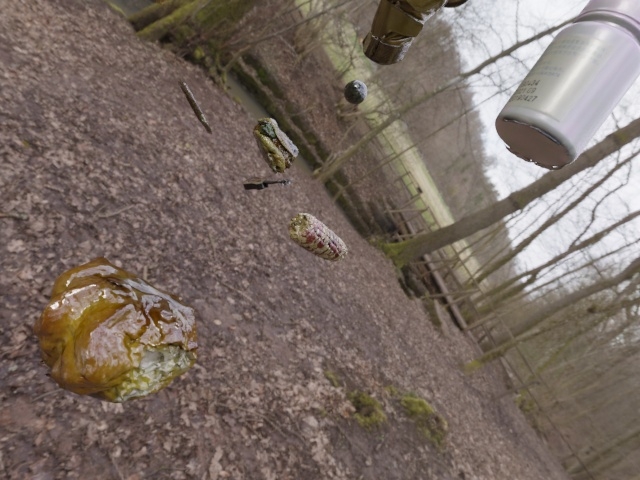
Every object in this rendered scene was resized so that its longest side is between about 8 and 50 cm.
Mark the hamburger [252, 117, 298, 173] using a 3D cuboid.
[{"bbox_3d":[-0.163,-0.353,1.478,0.205,0.130,0.183,64,-10,-18],"label":"hamburger"}]

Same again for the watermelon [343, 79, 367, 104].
[{"bbox_3d":[0.149,-0.663,1.820,0.133,0.105,0.105,10,-37,55],"label":"watermelon"}]

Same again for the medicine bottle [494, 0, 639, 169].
[{"bbox_3d":[0.619,-0.383,0.979,0.214,0.378,0.213,36,5,-4],"label":"medicine bottle"}]

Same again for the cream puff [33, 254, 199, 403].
[{"bbox_3d":[-0.295,0.135,0.600,0.241,0.154,0.269,35,-7,-14],"label":"cream puff"}]

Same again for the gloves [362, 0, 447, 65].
[{"bbox_3d":[0.207,-0.553,0.888,0.155,0.331,0.141,14,45,-18],"label":"gloves"}]

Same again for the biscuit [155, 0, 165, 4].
[{"bbox_3d":[-0.411,-0.579,0.802,0.249,0.035,0.184,3,66,-59],"label":"biscuit"}]

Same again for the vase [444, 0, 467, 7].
[{"bbox_3d":[0.477,-1.029,1.498,0.241,0.303,0.328,-10,86,-59],"label":"vase"}]

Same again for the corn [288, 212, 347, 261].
[{"bbox_3d":[0.000,0.000,1.250,0.290,0.098,0.098,35,31,-58],"label":"corn"}]

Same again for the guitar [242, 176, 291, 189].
[{"bbox_3d":[-0.223,-0.244,1.727,0.084,0.271,0.038,-40,124,-39],"label":"guitar"}]

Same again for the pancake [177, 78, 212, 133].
[{"bbox_3d":[-0.399,-0.425,1.294,0.199,0.021,0.199,57,-8,13],"label":"pancake"}]
